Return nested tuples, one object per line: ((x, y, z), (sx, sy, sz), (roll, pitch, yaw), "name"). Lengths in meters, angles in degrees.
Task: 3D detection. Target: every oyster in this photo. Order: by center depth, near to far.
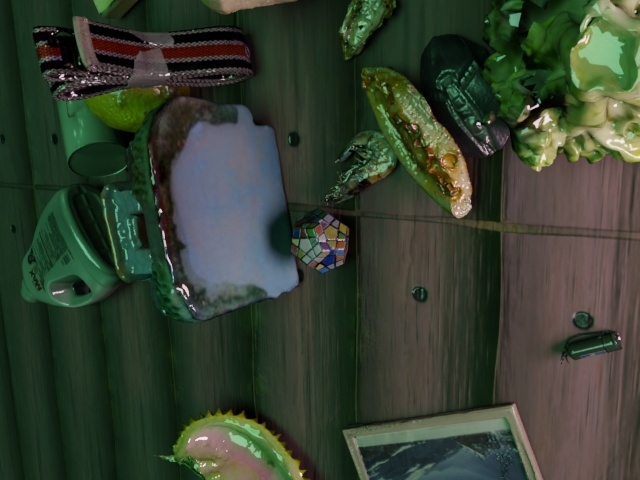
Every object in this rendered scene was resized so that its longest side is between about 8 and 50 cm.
((0.068, -0.348, 0.934), (0.132, 0.029, 0.086), (-31, 76, 39), "oyster")

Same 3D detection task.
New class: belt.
((-0.283, -0.305, 1.002), (0.126, 0.360, 0.094), (-27, 77, 57), "belt")

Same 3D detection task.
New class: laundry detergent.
((-0.623, 0.063, 1.458), (0.398, 0.125, 0.264), (-35, 80, 36), "laundry detergent")

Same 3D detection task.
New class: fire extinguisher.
((0.370, 0.146, 0.829), (0.083, 0.025, 0.038), (-27, 46, 36), "fire extinguisher")

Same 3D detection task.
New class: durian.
((-0.142, 0.467, 1.171), (0.352, 0.169, 0.158), (39, 120, 24), "durian")

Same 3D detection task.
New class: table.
((-0.478, -0.254, 1.247), (0.126, 0.126, 0.220), (-36, 62, 35), "table")

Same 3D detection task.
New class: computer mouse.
((0.199, -0.208, 0.850), (0.106, 0.062, 0.192), (-30, 81, 36), "computer mouse")

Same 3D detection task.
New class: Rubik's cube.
((0.000, 0.000, 1.017), (0.111, 0.093, 0.111), (9, 106, 35), "Rubik's cube")

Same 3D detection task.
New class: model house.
((-0.273, -0.048, 1.085), (0.339, 0.297, 0.360), (-5, 98, 39), "model house")

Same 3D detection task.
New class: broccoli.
((0.317, -0.184, 0.634), (0.348, 0.281, 0.293), (51, 123, 16), "broccoli")

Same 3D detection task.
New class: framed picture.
((0.210, 0.411, 1.002), (0.335, 0.022, 0.247), (-21, 88, 36), "framed picture")

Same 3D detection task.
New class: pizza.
((0.140, -0.152, 0.876), (0.056, 0.134, 0.271), (-28, 88, -9), "pizza")

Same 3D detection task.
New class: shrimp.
((0.059, -0.120, 0.992), (0.161, 0.034, 0.091), (-37, 67, 29), "shrimp")

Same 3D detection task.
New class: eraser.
((-0.397, -0.540, 1.203), (0.172, 0.058, 0.117), (-23, 87, 36), "eraser")

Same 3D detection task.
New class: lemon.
((-0.351, -0.301, 1.140), (0.231, 0.192, 0.192), (15, 109, 33), "lemon")

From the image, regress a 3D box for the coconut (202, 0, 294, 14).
((-0.112, -0.496, 0.873), (0.297, 0.297, 0.254), (-40, 77, 34), "coconut")

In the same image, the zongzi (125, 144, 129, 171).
((-0.410, -0.182, 1.301), (0.083, 0.067, 0.073), (47, 128, -7), "zongzi")
